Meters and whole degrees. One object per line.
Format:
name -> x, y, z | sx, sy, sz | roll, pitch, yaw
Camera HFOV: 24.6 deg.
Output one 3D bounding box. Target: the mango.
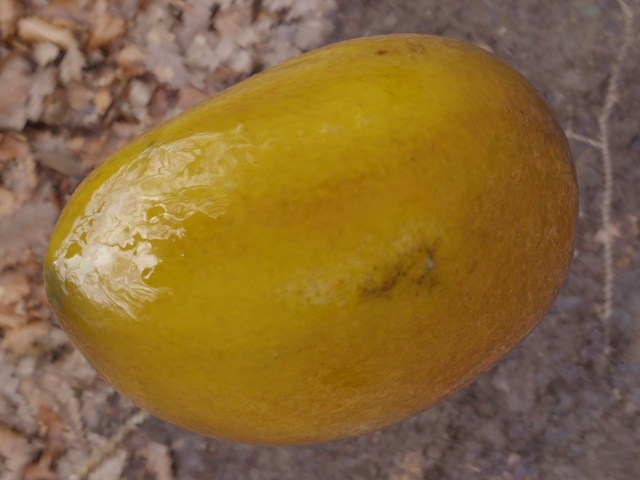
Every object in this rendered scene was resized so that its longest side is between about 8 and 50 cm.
mango -> 0.000, 0.000, 0.500 | 0.112, 0.219, 0.144 | 36, 122, 38
